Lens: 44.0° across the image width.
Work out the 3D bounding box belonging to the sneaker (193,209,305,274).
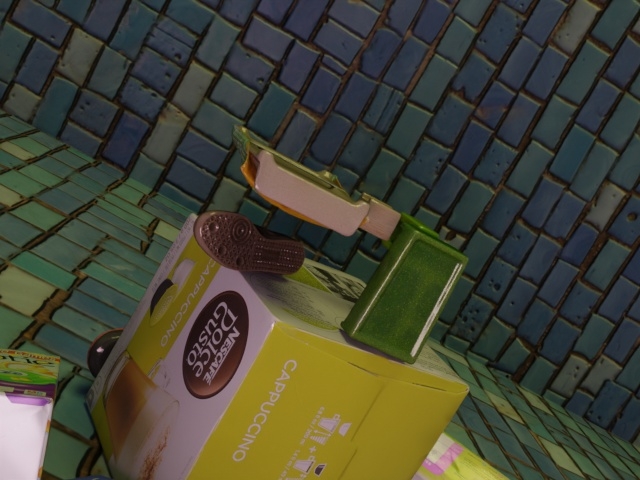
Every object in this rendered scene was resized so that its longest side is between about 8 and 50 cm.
[{"bbox_3d":[-0.101,0.005,0.989,0.071,0.066,0.188,16,-6,40],"label":"sneaker"}]

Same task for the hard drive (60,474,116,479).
[{"bbox_3d":[-0.275,0.291,0.783,0.210,0.040,0.319,7,-5,32],"label":"hard drive"}]

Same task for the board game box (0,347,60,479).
[{"bbox_3d":[-0.333,0.186,0.752,0.144,0.142,0.275,10,-4,-17],"label":"board game box"}]

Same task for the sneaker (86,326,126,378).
[{"bbox_3d":[-0.306,0.195,1.332,0.136,0.115,0.314,23,-2,25],"label":"sneaker"}]

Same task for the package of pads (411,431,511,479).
[{"bbox_3d":[0.185,0.409,1.221,0.297,0.229,0.101,34,46,25],"label":"package of pads"}]

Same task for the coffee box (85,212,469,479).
[{"bbox_3d":[-0.074,0.216,1.116,0.338,0.337,0.334,24,11,-34],"label":"coffee box"}]

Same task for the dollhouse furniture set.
[{"bbox_3d":[0.000,0.000,0.995,0.302,0.151,0.197,26,9,-20],"label":"dollhouse furniture set"}]
